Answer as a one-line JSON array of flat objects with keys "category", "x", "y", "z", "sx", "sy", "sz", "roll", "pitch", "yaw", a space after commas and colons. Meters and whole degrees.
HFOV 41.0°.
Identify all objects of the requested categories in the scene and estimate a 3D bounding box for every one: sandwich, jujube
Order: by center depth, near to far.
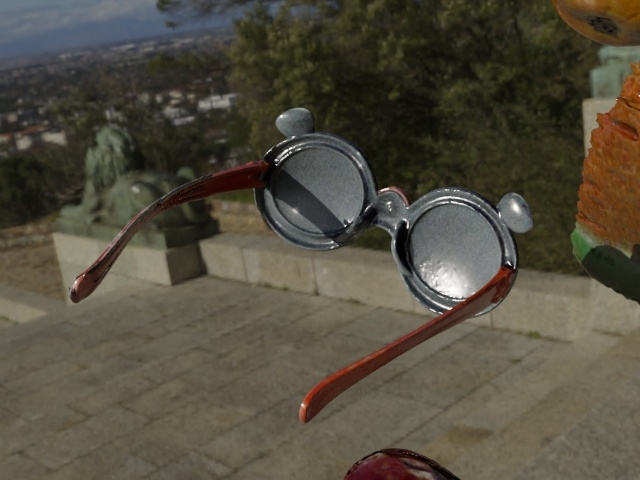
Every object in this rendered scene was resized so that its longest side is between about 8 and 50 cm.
[{"category": "sandwich", "x": 0.304, "y": -0.026, "z": 0.686, "sx": 0.109, "sy": 0.212, "sz": 0.292, "roll": -30, "pitch": 41, "yaw": -14}, {"category": "jujube", "x": 0.122, "y": 0.377, "z": 1.077, "sx": 0.183, "sy": 0.183, "sz": 0.243, "roll": -17, "pitch": 44, "yaw": -30}]

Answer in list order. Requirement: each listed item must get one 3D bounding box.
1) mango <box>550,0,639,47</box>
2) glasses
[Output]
[{"category": "mango", "x": 0.323, "y": -0.317, "z": 0.812, "sx": 0.173, "sy": 0.211, "sz": 0.317, "roll": 26, "pitch": 63, "yaw": 13}, {"category": "glasses", "x": 0.000, "y": 0.000, "z": 0.583, "sx": 0.234, "sy": 0.118, "sz": 0.268, "roll": 26, "pitch": 21, "yaw": 21}]
